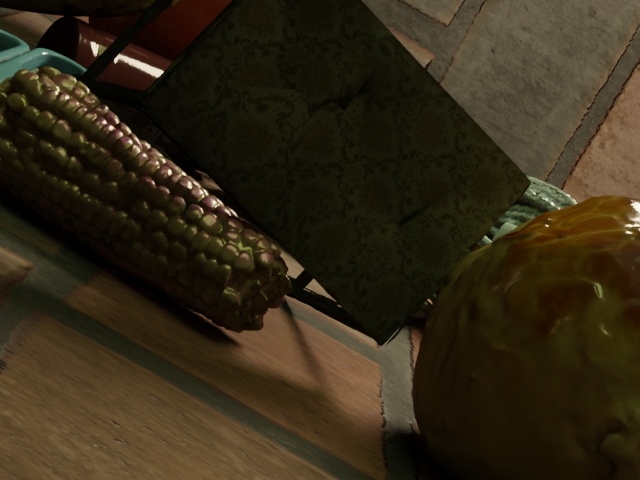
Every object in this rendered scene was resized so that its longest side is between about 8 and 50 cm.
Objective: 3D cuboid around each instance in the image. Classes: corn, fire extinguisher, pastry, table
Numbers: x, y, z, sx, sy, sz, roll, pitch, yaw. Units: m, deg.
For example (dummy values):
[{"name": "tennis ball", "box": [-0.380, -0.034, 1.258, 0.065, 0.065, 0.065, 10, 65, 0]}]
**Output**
[{"name": "corn", "box": [-0.178, -0.033, 1.761, 0.335, 0.126, 0.126, 39, 11, 11]}, {"name": "fire extinguisher", "box": [-0.196, -0.159, 2.352, 0.337, 0.135, 0.114, 22, 53, -34]}, {"name": "pastry", "box": [0.281, 0.123, 1.737, 0.388, 0.312, 0.388, 28, 6, -3]}, {"name": "table", "box": [-0.026, -0.106, 1.863, 0.335, 0.222, 0.272, 46, -8, -21]}]

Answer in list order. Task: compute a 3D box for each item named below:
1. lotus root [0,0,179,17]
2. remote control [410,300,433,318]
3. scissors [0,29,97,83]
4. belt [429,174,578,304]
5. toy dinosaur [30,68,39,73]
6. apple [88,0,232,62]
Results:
[{"name": "lotus root", "box": [-0.308, -0.361, 2.289, 0.397, 0.179, 0.196, 5, 18, -6]}, {"name": "remote control", "box": [0.000, 0.000, 2.303, 0.313, 0.055, 0.109, 38, 2, 20]}, {"name": "scissors", "box": [-0.365, -0.156, 1.915, 0.192, 0.029, 0.447, 26, 18, 5]}, {"name": "belt", "box": [0.232, 0.031, 2.275, 0.160, 0.207, 0.295, 47, 2, -42]}, {"name": "toy dinosaur", "box": [-0.336, -0.175, 2.154, 0.242, 0.053, 0.167, 15, 15, -32]}, {"name": "apple", "box": [-0.121, -0.304, 2.547, 0.364, 0.364, 0.364, 29, 10, -6]}]
